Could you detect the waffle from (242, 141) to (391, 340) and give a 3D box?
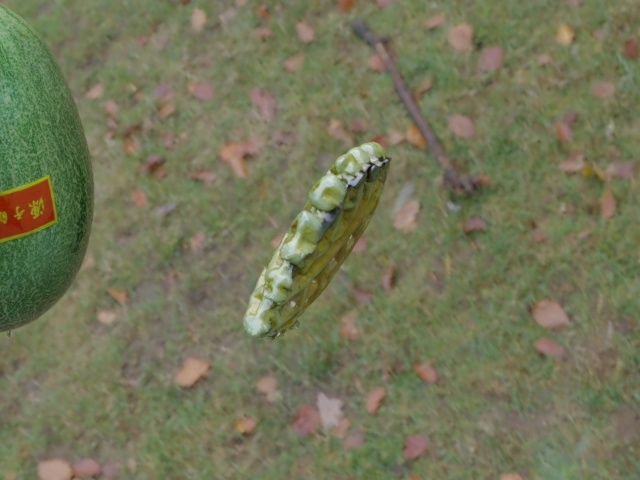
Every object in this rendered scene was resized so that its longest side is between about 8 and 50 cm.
[{"bbox_3d":[0.000,0.000,1.167,0.054,0.214,0.208,34,96,7],"label":"waffle"}]

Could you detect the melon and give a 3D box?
[{"bbox_3d":[-0.264,-0.045,0.956,0.182,0.288,0.182,-7,28,4],"label":"melon"}]
